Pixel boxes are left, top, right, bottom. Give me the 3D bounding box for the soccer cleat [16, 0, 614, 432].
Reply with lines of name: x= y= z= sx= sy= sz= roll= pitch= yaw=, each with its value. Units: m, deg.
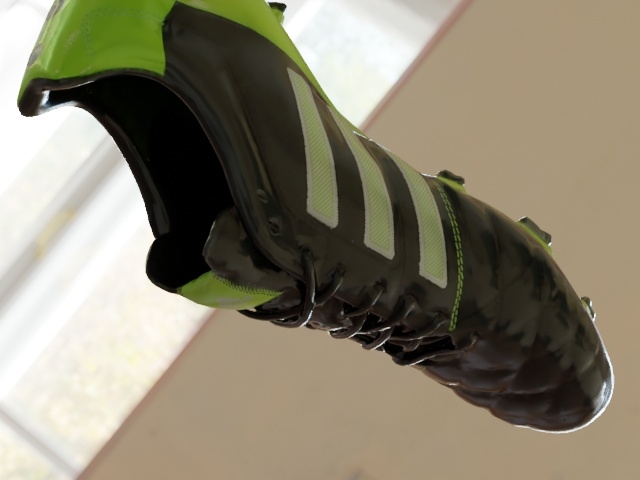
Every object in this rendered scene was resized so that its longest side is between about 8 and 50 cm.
soccer cleat: x=0.000 y=0.000 z=0.472 sx=0.179 sy=0.072 sz=0.060 roll=42 pitch=-37 yaw=-18
